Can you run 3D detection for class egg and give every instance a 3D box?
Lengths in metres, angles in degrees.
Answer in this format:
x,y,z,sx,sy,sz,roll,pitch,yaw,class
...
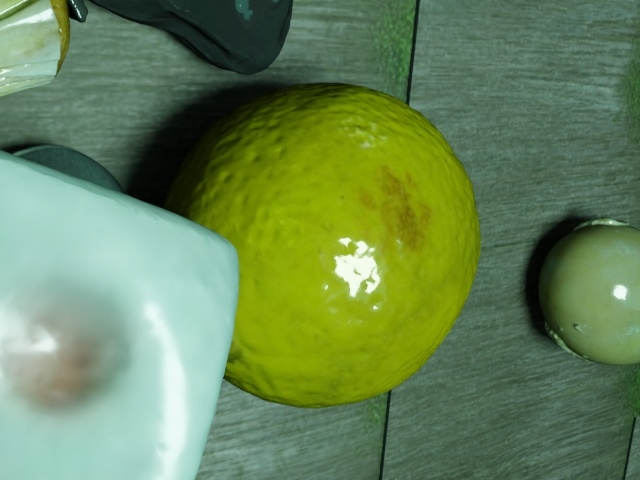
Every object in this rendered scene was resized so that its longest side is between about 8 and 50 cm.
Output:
x,y,z,sx,sy,sz,roll,pitch,yaw,class
0.332,0.061,1.145,0.201,0.164,0.164,36,80,-44,egg

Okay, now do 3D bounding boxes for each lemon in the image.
x,y,z,sx,sy,sz,roll,pitch,yaw,class
0.001,0.001,0.782,0.267,0.267,0.267,-14,112,-37,lemon

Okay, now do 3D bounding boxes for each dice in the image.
x,y,z,sx,sy,sz,roll,pitch,yaw,class
-0.208,0.081,0.552,0.268,0.264,0.263,19,87,-13,dice

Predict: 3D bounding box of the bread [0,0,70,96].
x,y,z,sx,sy,sz,roll,pitch,yaw,class
-0.214,-0.186,0.578,0.109,0.192,0.210,-15,111,-21,bread

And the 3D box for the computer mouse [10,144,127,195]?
x,y,z,sx,sy,sz,roll,pitch,yaw,class
-0.181,0.111,0.776,0.167,0.090,0.379,-24,120,-32,computer mouse

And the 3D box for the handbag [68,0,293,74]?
x,y,z,sx,sy,sz,roll,pitch,yaw,class
-0.063,-0.290,0.753,0.191,0.075,0.332,22,91,-40,handbag
